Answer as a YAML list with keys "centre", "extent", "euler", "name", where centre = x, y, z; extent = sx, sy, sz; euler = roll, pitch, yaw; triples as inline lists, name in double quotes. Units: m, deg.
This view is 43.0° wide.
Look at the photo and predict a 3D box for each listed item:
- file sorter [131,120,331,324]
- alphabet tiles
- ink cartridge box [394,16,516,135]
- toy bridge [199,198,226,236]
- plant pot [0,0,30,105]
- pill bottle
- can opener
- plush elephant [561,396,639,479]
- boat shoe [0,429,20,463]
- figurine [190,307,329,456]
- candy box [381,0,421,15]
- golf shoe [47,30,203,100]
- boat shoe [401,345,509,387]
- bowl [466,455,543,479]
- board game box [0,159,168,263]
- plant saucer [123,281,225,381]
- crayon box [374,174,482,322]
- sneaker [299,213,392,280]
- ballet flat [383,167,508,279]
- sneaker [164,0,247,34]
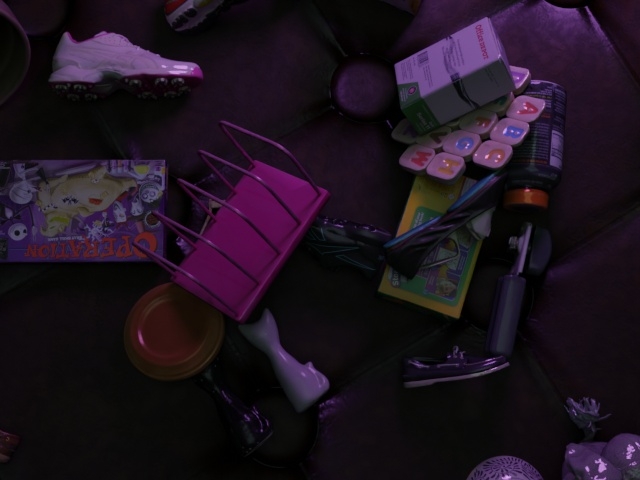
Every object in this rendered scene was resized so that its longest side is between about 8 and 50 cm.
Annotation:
- centre: [-0.168, -0.041, 1.472]
  extent: [0.202, 0.182, 0.291]
  euler: [26, 76, 37]
  name: "file sorter"
- centre: [0.278, -0.234, 1.573]
  extent: [0.278, 0.021, 0.284]
  euler: [26, 73, 43]
  name: "alphabet tiles"
- centre: [0.258, -0.318, 1.571]
  extent: [0.208, 0.087, 0.153]
  euler: [-24, 41, 23]
  name: "ink cartridge box"
- centre: [-0.210, 0.009, 1.610]
  extent: [0.063, 0.026, 0.188]
  euler: [-7, 81, -1]
  name: "toy bridge"
- centre: [-0.764, -0.416, 1.548]
  extent: [0.323, 0.323, 0.280]
  euler: [-32, 67, -6]
  name: "plant pot"
- centre: [0.412, -0.180, 1.603]
  extent: [0.130, 0.130, 0.246]
  euler: [7, 80, 0]
  name: "pill bottle"
- centre: [0.386, 0.096, 1.586]
  extent: [0.093, 0.074, 0.280]
  euler: [17, 81, 1]
  name: "can opener"
- centre: [0.548, 0.437, 1.443]
  extent: [0.272, 0.255, 0.330]
  euler: [-16, 81, -4]
  name: "plush elephant"
- centre: [-0.647, 0.348, 1.529]
  extent: [0.178, 0.064, 0.060]
  euler: [35, 77, -2]
  name: "boat shoe"
- centre: [-0.123, 0.262, 1.545]
  extent: [0.215, 0.092, 0.209]
  euler: [-37, 79, -7]
  name: "figurine"
- centre: [0.110, -0.557, 1.642]
  extent: [0.233, 0.159, 0.071]
  euler: [23, 83, 3]
  name: "candy box"
- centre: [-0.389, -0.358, 1.624]
  extent: [0.306, 0.115, 0.140]
  euler: [-1, 78, -3]
  name: "golf shoe"
- centre: [0.251, 0.234, 1.542]
  extent: [0.206, 0.075, 0.065]
  euler: [-13, 80, 17]
  name: "boat shoe"
- centre: [0.356, 0.493, 1.519]
  extent: [0.170, 0.080, 0.170]
  euler: [0, 80, -2]
  name: "bowl"
- centre: [-0.478, -0.056, 1.606]
  extent: [0.346, 0.056, 0.208]
  euler: [-1, 85, -2]
  name: "board game box"
- centre: [-0.282, 0.168, 1.548]
  extent: [0.200, 0.037, 0.200]
  euler: [-3, 65, 6]
  name: "plant saucer"
- centre: [0.226, 0.003, 1.593]
  extent: [0.165, 0.081, 0.278]
  euler: [19, 81, 2]
  name: "crayon box"
- centre: [0.000, 0.000, 1.580]
  extent: [0.267, 0.101, 0.106]
  euler: [16, 100, 12]
  name: "sneaker"
- centre: [0.249, -0.024, 1.517]
  extent: [0.280, 0.095, 0.096]
  euler: [-35, 93, 4]
  name: "ballet flat"
- centre: [-0.207, -0.530, 1.626]
  extent: [0.279, 0.107, 0.118]
  euler: [-27, 72, 19]
  name: "sneaker"
